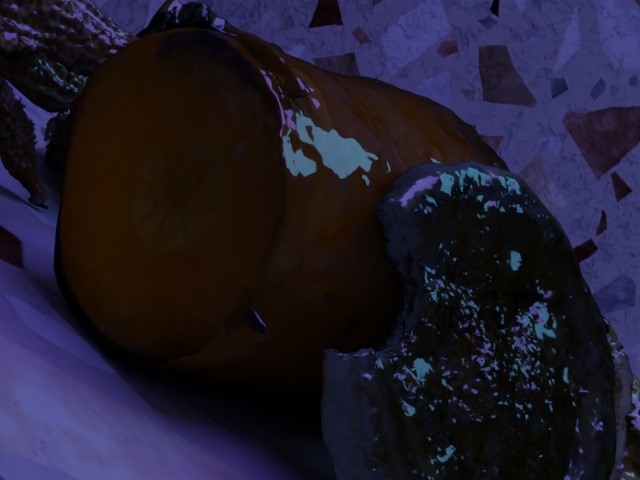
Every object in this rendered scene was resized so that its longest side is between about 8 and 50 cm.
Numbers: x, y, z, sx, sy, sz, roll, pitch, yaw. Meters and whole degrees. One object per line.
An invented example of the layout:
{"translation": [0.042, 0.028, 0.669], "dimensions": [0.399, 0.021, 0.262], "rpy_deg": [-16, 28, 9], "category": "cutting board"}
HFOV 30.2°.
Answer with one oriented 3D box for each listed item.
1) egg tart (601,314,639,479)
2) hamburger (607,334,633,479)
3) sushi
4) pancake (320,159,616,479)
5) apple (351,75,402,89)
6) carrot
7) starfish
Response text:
{"translation": [0.234, 0.156, 0.953], "dimensions": [0.291, 0.107, 0.291], "rpy_deg": [52, 6, -8], "category": "egg tart"}
{"translation": [0.134, 0.141, 0.784], "dimensions": [0.087, 0.176, 0.102], "rpy_deg": [26, -24, -35], "category": "hamburger"}
{"translation": [-0.131, -0.096, 0.969], "dimensions": [0.139, 0.131, 0.291], "rpy_deg": [34, -32, -18], "category": "sushi"}
{"translation": [0.095, 0.075, 0.662], "dimensions": [0.037, 0.253, 0.253], "rpy_deg": [-10, -30, 44], "category": "pancake"}
{"translation": [0.057, -0.034, 1.235], "dimensions": [0.257, 0.234, 0.257], "rpy_deg": [31, 5, -3], "category": "apple"}
{"translation": [0.000, 0.000, 0.767], "dimensions": [0.224, 0.224, 0.341], "rpy_deg": [38, 15, 33], "category": "carrot"}
{"translation": [-0.232, -0.124, 0.765], "dimensions": [0.293, 0.084, 0.301], "rpy_deg": [32, -35, -33], "category": "starfish"}
